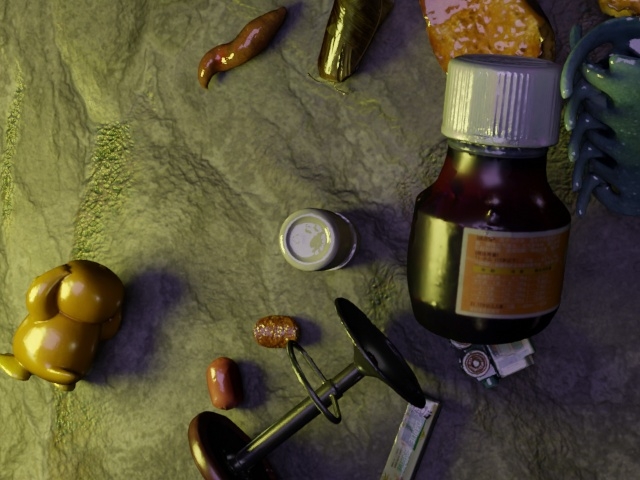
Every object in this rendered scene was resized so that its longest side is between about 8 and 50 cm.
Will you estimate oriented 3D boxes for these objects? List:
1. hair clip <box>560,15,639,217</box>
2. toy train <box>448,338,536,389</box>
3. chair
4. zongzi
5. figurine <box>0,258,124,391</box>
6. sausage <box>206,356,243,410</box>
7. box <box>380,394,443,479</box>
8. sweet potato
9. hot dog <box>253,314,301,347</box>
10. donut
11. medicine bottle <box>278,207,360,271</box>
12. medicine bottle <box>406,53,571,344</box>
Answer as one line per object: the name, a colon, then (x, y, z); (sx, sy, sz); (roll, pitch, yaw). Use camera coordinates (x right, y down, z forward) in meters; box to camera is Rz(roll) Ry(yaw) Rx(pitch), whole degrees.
hair clip: (0.474, -0.168, 1.431); (0.238, 0.318, 0.392); (-1, 50, 21)
toy train: (0.264, 0.140, 1.665); (0.125, 0.081, 0.194); (-24, 78, 3)
chair: (-0.048, 0.301, 1.661); (0.401, 0.226, 0.226); (-41, 80, 11)
zongzi: (0.037, -0.348, 1.676); (0.084, 0.184, 0.187); (28, 95, 14)
figurine: (-0.443, 0.146, 1.786); (0.215, 0.215, 0.228); (10, 80, 14)
sausage: (-0.170, 0.250, 1.779); (0.054, 0.059, 0.094); (-12, 90, 27)
box: (0.145, 0.356, 1.705); (0.049, 0.041, 0.207); (21, 93, 17)
sweet potato: (-0.137, -0.341, 1.788); (0.202, 0.058, 0.055); (-34, 102, 10)
hot dog: (-0.074, 0.159, 1.769); (0.083, 0.035, 0.058); (0, 88, 15)
donut: (0.371, -0.418, 1.609); (0.435, 0.163, 0.378); (-24, 82, 15)
medicine bottle: (0.000, 0.000, 1.686); (0.105, 0.168, 0.105); (0, 89, 15)
medicine bottle: (0.251, -0.067, 1.483); (0.242, 0.242, 0.395); (9, 112, 14)
